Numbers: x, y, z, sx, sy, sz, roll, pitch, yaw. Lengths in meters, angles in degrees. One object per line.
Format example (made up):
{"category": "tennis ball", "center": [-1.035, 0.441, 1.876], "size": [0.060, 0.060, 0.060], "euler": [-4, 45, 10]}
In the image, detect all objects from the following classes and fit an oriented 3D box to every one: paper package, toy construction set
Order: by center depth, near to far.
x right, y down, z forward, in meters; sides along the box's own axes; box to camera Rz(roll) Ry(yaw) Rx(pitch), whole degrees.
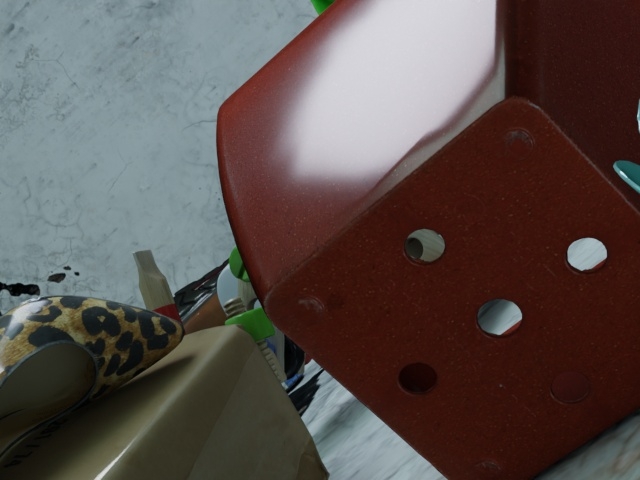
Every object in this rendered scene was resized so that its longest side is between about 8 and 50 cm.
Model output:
{"category": "paper package", "center": [-0.200, 0.226, 0.886], "size": [0.309, 0.168, 0.325], "euler": [-17, 17, 27]}
{"category": "toy construction set", "center": [-0.023, -0.008, 1.092], "size": [0.309, 0.237, 0.257], "euler": [-17, -6, -40]}

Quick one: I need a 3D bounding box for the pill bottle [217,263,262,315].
{"category": "pill bottle", "center": [0.000, 0.000, 1.645], "size": [0.169, 0.169, 0.301], "euler": [-36, 7, 47]}

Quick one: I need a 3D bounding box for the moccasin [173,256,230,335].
{"category": "moccasin", "center": [-0.144, 0.114, 2.023], "size": [0.380, 0.147, 0.139], "euler": [-39, 19, -14]}

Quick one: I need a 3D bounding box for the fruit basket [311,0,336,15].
{"category": "fruit basket", "center": [0.081, -0.180, 1.449], "size": [0.392, 0.392, 0.283], "euler": [-44, 6, -26]}

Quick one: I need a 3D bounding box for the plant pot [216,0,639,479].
{"category": "plant pot", "center": [0.099, -0.016, 0.737], "size": [0.267, 0.267, 0.236], "euler": [-39, 18, 24]}

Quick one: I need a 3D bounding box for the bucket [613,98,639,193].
{"category": "bucket", "center": [0.224, -0.031, 0.255], "size": [0.281, 0.183, 0.281], "euler": [-41, 6, 5]}

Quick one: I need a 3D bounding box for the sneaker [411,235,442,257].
{"category": "sneaker", "center": [0.110, -0.004, 1.314], "size": [0.228, 0.092, 0.087], "euler": [-41, 7, 23]}

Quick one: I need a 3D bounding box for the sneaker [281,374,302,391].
{"category": "sneaker", "center": [-0.058, 0.145, 1.496], "size": [0.052, 0.058, 0.135], "euler": [-43, 5, -12]}

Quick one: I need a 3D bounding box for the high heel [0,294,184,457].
{"category": "high heel", "center": [-0.185, 0.127, 0.802], "size": [0.261, 0.093, 0.186], "euler": [-12, 38, -23]}
